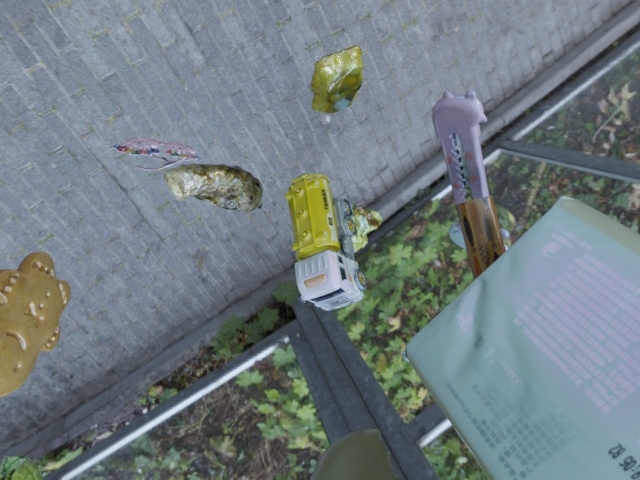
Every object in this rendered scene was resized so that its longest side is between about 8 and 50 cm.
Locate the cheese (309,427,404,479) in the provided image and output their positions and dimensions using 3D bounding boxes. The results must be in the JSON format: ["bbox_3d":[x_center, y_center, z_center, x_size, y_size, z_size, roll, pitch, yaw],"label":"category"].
[{"bbox_3d":[0.066,0.370,0.589,0.175,0.203,0.091,6,124,-6],"label":"cheese"}]

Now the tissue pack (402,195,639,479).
[{"bbox_3d":[0.348,0.194,0.473,0.205,0.405,0.332,30,108,-40],"label":"tissue pack"}]

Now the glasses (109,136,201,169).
[{"bbox_3d":[-0.491,-0.251,1.238,0.255,0.162,0.096,1,108,-18],"label":"glasses"}]

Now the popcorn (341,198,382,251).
[{"bbox_3d":[0.103,-0.056,1.386,0.212,0.198,0.198,-18,115,9],"label":"popcorn"}]

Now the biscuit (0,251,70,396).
[{"bbox_3d":[-0.723,0.199,0.992,0.052,0.355,0.276,-2,129,2],"label":"biscuit"}]

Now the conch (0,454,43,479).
[{"bbox_3d":[-0.390,0.314,0.510,0.074,0.089,0.121,3,150,-37],"label":"conch"}]

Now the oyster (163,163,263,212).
[{"bbox_3d":[-0.204,-0.134,0.908,0.166,0.294,0.094,24,109,2],"label":"oyster"}]

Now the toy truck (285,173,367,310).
[{"bbox_3d":[0.000,0.000,0.715,0.097,0.227,0.114,-23,151,27],"label":"toy truck"}]

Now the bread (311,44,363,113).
[{"bbox_3d":[0.055,-0.470,1.238,0.160,0.088,0.233,-31,161,-10],"label":"bread"}]

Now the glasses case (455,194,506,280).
[{"bbox_3d":[0.292,0.010,0.736,0.041,0.064,0.170,-12,88,-49],"label":"glasses case"}]

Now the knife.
[{"bbox_3d":[0.276,-0.102,0.775,0.038,0.132,0.399,-55,137,-27],"label":"knife"}]
